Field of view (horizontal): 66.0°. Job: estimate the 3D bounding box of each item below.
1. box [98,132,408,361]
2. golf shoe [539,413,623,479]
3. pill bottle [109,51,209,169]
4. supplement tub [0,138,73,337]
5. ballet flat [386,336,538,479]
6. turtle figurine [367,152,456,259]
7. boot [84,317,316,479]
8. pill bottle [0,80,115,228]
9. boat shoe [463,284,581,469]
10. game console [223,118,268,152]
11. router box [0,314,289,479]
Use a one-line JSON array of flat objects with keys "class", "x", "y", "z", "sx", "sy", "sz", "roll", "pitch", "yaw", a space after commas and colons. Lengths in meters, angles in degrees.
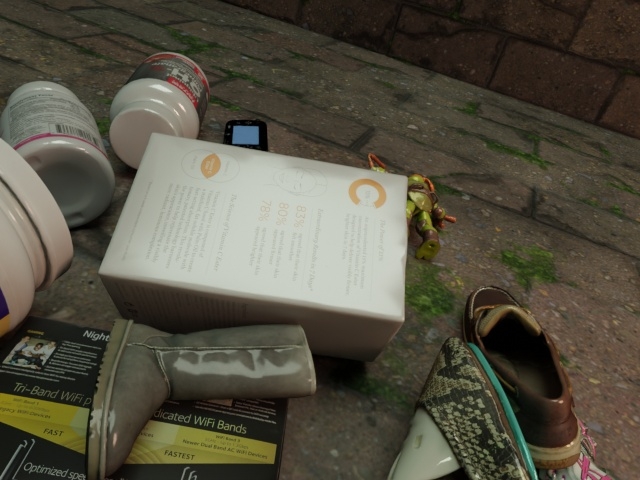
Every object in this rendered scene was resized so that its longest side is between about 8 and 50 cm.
[{"class": "box", "x": -0.072, "y": 0.015, "z": 0.662, "sx": 0.345, "sy": 0.168, "sz": 0.215, "roll": 9, "pitch": 59, "yaw": -3}, {"class": "golf shoe", "x": 0.308, "y": 0.293, "z": 0.586, "sx": 0.086, "sy": 0.067, "sz": 0.186, "roll": -9, "pitch": 28, "yaw": -3}, {"class": "pill bottle", "x": -0.342, "y": -0.275, "z": 1.053, "sx": 0.176, "sy": 0.176, "sz": 0.318, "roll": 8, "pitch": 34, "yaw": -11}, {"class": "supplement tub", "x": -0.439, "y": 0.044, "z": 0.454, "sx": 0.241, "sy": 0.241, "sz": 0.331, "roll": 25, "pitch": 42, "yaw": 15}, {"class": "ballet flat", "x": 0.161, "y": 0.294, "z": 0.458, "sx": 0.182, "sy": 0.164, "sz": 0.483, "roll": -14, "pitch": 41, "yaw": -7}, {"class": "turtle figurine", "x": 0.205, "y": -0.067, "z": 1.017, "sx": 0.269, "sy": 0.087, "sz": 0.217, "roll": 35, "pitch": 41, "yaw": -24}, {"class": "boot", "x": -0.108, "y": 0.146, "z": 0.486, "sx": 0.208, "sy": 0.076, "sz": 0.190, "roll": 12, "pitch": 34, "yaw": -17}, {"class": "pill bottle", "x": -0.460, "y": -0.159, "z": 0.849, "sx": 0.160, "sy": 0.160, "sz": 0.283, "roll": -6, "pitch": 39, "yaw": -29}, {"class": "boat shoe", "x": 0.271, "y": 0.141, "z": 0.690, "sx": 0.123, "sy": 0.123, "sz": 0.342, "roll": -5, "pitch": 25, "yaw": 11}, {"class": "game console", "x": -0.188, "y": -0.206, "z": 1.136, "sx": 0.213, "sy": 0.044, "sz": 0.361, "roll": 7, "pitch": 33, "yaw": -12}, {"class": "router box", "x": -0.194, "y": 0.210, "z": 0.482, "sx": 0.309, "sy": 0.081, "sz": 0.243, "roll": 13, "pitch": 33, "yaw": -4}]
